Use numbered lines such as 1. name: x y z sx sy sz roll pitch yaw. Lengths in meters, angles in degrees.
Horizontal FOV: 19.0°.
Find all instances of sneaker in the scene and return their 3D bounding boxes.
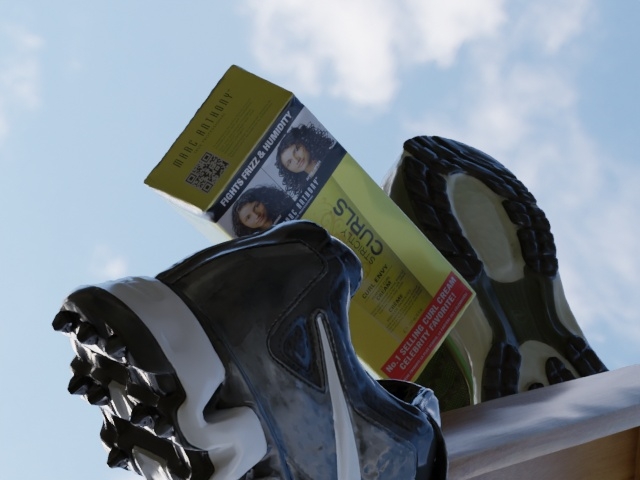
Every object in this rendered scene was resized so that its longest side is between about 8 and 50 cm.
1. sneaker: 0.003 0.095 0.596 0.078 0.106 0.234 18 -47 51
2. sneaker: 0.120 0.129 1.452 0.182 0.158 0.410 -50 -136 45

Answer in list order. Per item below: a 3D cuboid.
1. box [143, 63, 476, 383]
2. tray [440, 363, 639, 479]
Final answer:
1. box: 0.000 0.000 1.106 0.058 0.232 0.087 29 -102 42
2. tray: 0.119 0.190 1.060 0.076 0.411 0.203 7 -84 32
